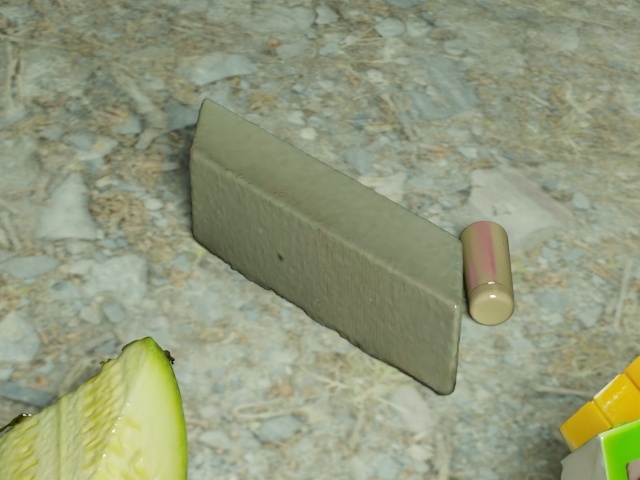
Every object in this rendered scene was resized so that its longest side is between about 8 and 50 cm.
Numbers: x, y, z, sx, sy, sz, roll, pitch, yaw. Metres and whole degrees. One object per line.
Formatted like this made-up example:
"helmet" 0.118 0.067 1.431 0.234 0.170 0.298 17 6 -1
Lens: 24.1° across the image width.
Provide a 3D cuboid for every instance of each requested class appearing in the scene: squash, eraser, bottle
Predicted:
"squash" -0.152 0.235 1.037 0.203 0.111 0.288 -33 38 13
"eraser" 0.001 0.000 1.309 0.352 0.111 0.077 31 48 30
"bottle" 0.148 0.029 1.326 0.045 0.045 0.096 -1 43 -1

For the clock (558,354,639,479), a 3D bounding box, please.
"clock" 0.250 0.179 0.960 0.235 0.309 0.166 -17 46 -19
